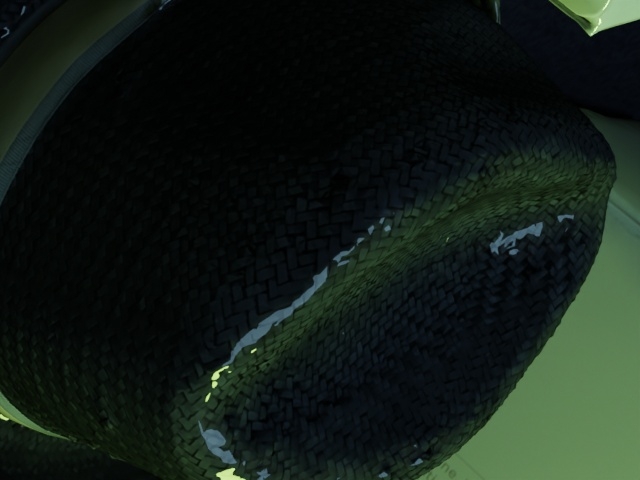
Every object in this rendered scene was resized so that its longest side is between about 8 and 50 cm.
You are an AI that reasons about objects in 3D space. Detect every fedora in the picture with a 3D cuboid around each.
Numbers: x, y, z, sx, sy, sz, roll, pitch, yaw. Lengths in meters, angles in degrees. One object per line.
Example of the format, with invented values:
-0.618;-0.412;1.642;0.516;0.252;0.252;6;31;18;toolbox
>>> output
0.000;0.000;0.561;0.334;0.152;0.334;-29;134;-35;fedora

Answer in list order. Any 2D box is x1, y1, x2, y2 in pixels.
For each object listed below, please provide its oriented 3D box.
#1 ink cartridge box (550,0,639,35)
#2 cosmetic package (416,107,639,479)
0.240;-0.263;0.797;0.307;0.129;0.223;-21;144;-38;ink cartridge box
0.188;0.152;1.053;0.393;0.327;0.329;-56;158;20;cosmetic package
